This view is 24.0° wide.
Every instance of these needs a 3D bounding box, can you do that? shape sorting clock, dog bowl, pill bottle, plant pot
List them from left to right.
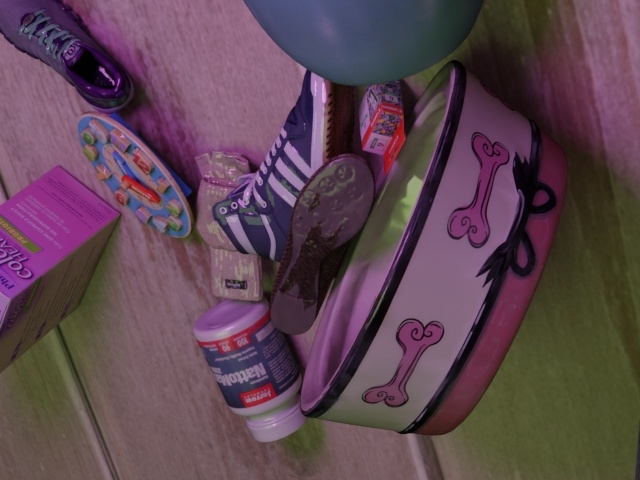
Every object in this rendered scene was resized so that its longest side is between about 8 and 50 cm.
[{"bbox_3d":[-0.241,-0.081,1.940,0.206,0.040,0.206,34,151,22],"label":"shape sorting clock"},{"bbox_3d":[-0.086,0.171,1.997,0.108,0.108,0.180,-11,112,36],"label":"pill bottle"},{"bbox_3d":[0.041,-0.299,1.514,0.293,0.293,0.235,4,133,31],"label":"plant pot"},{"bbox_3d":[0.123,0.024,1.601,0.150,0.408,0.408,23,131,-5],"label":"dog bowl"}]

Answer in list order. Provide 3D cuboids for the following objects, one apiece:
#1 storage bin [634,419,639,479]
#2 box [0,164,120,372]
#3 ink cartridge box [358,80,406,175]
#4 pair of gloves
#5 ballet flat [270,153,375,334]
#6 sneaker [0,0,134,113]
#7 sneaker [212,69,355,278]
[{"bbox_3d":[0.416,0.239,1.711,0.084,0.122,0.180,14,125,25],"label":"storage bin"},{"bbox_3d":[-0.414,0.052,2.040,0.117,0.243,0.213,37,132,7],"label":"box"},{"bbox_3d":[0.069,-0.134,1.705,0.029,0.115,0.063,14,132,-15],"label":"ink cartridge box"},{"bbox_3d":[-0.044,-0.021,1.890,0.240,0.042,0.204,-2,111,26],"label":"pair of gloves"},{"bbox_3d":[0.000,0.000,1.731,0.084,0.058,0.249,19,122,-1],"label":"ballet flat"},{"bbox_3d":[-0.322,-0.251,1.877,0.224,0.083,0.098,38,173,-3],"label":"sneaker"},{"bbox_3d":[-0.045,-0.093,1.776,0.153,0.099,0.282,10,119,18],"label":"sneaker"}]
